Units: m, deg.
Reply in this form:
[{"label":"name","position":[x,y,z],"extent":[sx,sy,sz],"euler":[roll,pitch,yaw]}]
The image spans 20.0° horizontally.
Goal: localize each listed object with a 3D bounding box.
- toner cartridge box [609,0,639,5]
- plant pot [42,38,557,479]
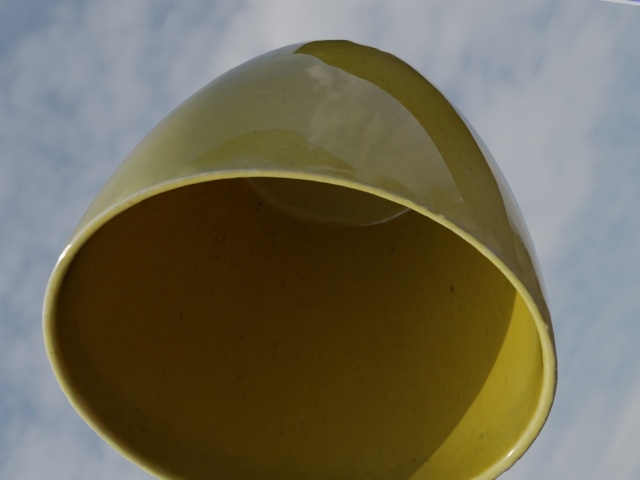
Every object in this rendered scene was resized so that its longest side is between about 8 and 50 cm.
[{"label":"toner cartridge box","position":[0.170,-0.169,0.690],"extent":[0.075,0.348,0.165],"euler":[68,-141,-56]},{"label":"plant pot","position":[0.000,0.000,0.503],"extent":[0.095,0.134,0.134],"euler":[-79,-3,-46]}]
